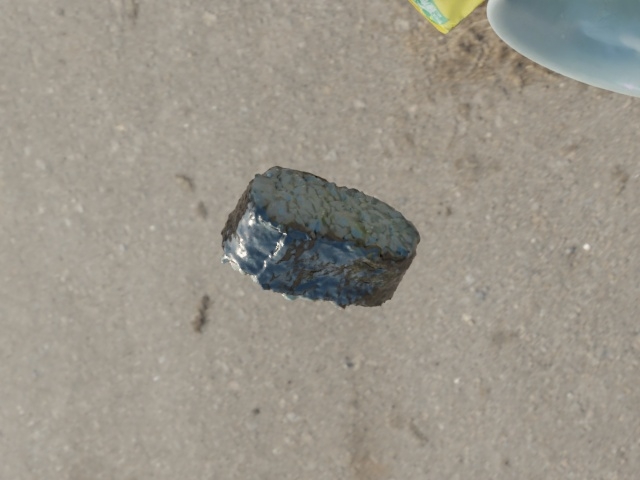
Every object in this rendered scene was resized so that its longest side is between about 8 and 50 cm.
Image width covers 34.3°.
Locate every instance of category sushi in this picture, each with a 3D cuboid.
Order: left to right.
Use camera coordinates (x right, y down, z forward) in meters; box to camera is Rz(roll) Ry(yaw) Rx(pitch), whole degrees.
[{"bbox_3d":[0.000,0.000,0.806,0.078,0.150,0.090,-60,30,34],"label":"sushi"}]

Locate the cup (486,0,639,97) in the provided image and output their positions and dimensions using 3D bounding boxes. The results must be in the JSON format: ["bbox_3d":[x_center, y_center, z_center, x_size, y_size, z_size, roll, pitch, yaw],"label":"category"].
[{"bbox_3d":[0.341,-0.251,0.959,0.347,0.347,0.163,11,84,32],"label":"cup"}]

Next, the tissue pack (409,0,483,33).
[{"bbox_3d":[0.177,-0.594,1.760,0.382,0.293,0.228,42,136,-15],"label":"tissue pack"}]
